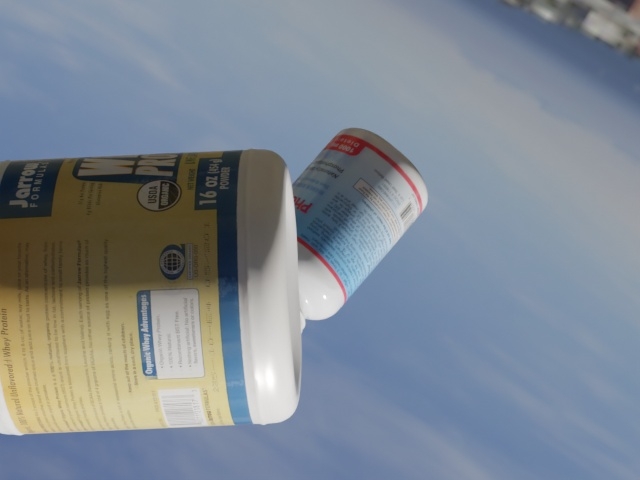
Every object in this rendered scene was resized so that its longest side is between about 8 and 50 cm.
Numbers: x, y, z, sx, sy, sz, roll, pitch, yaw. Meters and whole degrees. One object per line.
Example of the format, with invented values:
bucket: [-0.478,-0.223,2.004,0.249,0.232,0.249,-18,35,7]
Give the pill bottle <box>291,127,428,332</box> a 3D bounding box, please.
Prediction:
pill bottle: [0.000,0.000,1.271,0.087,0.160,0.087,34,157,17]

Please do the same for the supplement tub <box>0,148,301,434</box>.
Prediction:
supplement tub: [-0.113,0.028,0.910,0.199,0.144,0.144,-3,-171,2]
